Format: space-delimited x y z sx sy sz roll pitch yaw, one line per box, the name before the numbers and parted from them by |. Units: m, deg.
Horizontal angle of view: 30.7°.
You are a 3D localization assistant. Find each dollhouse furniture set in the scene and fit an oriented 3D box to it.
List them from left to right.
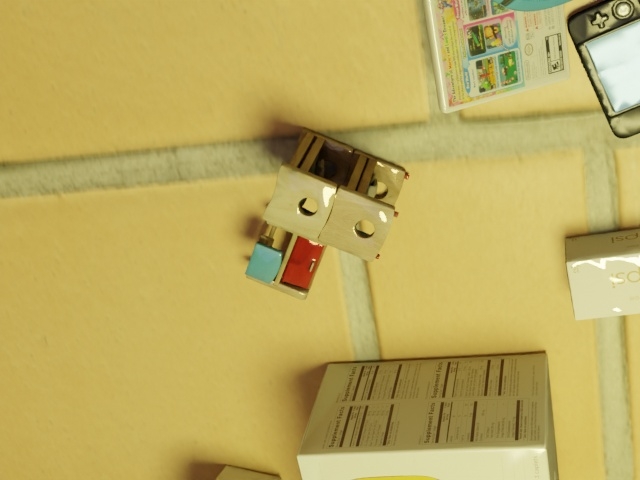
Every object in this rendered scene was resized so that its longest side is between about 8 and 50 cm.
dollhouse furniture set | 0.000 0.000 1.266 0.129 0.129 0.183 22 115 1

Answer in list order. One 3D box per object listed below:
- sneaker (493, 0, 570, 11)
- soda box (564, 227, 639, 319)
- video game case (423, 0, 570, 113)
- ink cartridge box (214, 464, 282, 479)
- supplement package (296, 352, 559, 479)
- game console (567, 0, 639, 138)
sneaker | 0.261 -0.362 1.062 0.125 0.139 0.341 16 124 -36
soda box | 0.373 0.027 1.240 0.216 0.069 0.073 -8 112 14
video game case | 0.175 -0.219 1.160 0.143 0.019 0.157 -16 114 -11
ink cartridge box | -0.113 0.394 1.437 0.082 0.139 0.190 11 100 9
supplement package | 0.133 0.266 1.321 0.263 0.198 0.199 -4 113 13
game console | 0.325 -0.172 1.150 0.124 0.085 0.144 -22 107 19
